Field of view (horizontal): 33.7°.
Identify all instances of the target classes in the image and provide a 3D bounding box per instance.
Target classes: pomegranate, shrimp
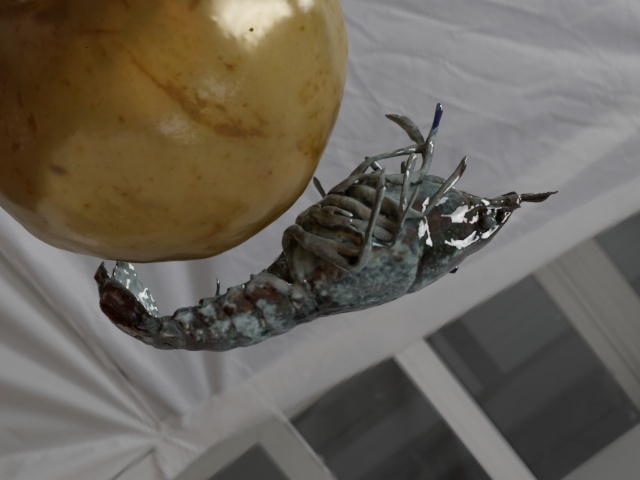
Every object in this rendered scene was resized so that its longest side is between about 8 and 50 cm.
[{"bbox_3d":[-0.145,-0.155,0.841,0.342,0.342,0.342,-37,-172,6],"label":"pomegranate"},{"bbox_3d":[0.005,0.002,0.968,0.411,0.166,0.221,-30,175,-5],"label":"shrimp"}]
